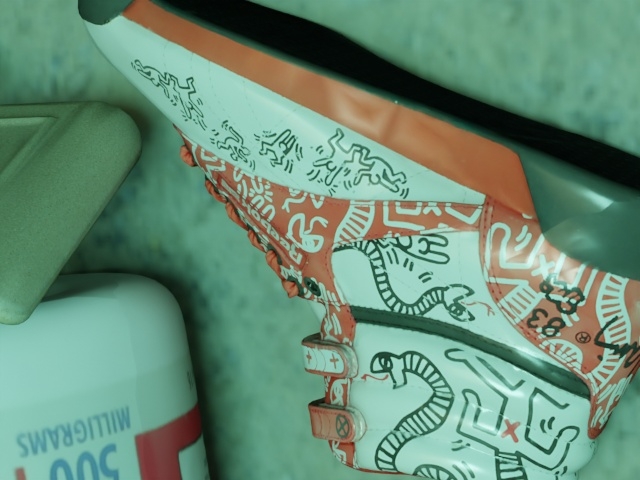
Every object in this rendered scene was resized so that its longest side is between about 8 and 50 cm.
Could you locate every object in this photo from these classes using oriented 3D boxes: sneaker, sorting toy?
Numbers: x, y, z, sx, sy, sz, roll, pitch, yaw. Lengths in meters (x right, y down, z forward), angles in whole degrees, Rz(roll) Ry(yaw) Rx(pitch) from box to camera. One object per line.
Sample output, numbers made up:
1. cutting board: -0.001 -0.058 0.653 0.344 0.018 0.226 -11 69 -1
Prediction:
1. sneaker: 0.000 0.000 0.736 0.270 0.090 0.145 25 107 23
2. sorting toy: -0.180 -0.006 0.714 0.196 0.348 0.047 3 114 9

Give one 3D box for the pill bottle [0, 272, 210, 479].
1. pill bottle: -0.139 0.229 0.774 0.229 0.229 0.408 -7 94 31
